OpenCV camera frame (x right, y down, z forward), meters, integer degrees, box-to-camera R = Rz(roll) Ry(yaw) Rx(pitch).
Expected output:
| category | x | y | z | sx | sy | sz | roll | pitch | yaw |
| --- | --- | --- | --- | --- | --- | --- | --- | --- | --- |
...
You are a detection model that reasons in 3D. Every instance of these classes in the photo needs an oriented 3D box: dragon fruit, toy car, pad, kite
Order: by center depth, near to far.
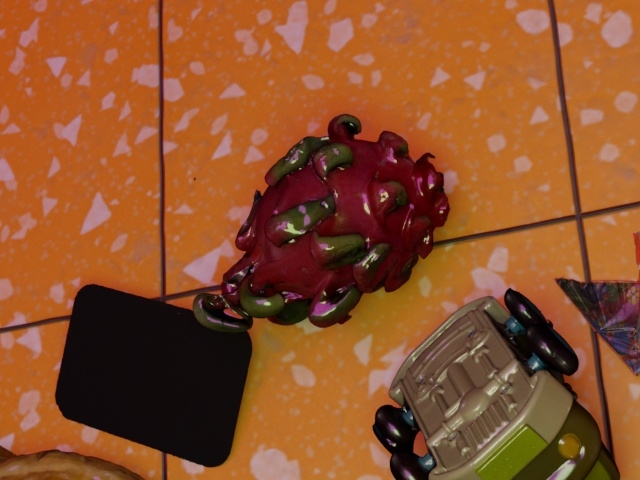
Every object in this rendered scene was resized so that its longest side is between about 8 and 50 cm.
| category | x | y | z | sx | sy | sz | roll | pitch | yaw |
| --- | --- | --- | --- | --- | --- | --- | --- | --- | --- |
| toy car | 0.189 | 0.188 | 1.373 | 0.204 | 0.198 | 0.248 | -45 | 22 | 8 |
| kite | 0.328 | 0.063 | 1.456 | 0.190 | 0.010 | 0.159 | 2 | 69 | 23 |
| dragon fruit | 0.010 | 0.001 | 1.518 | 0.273 | 0.198 | 0.218 | -58 | 13 | 18 |
| pad | -0.165 | 0.076 | 1.640 | 0.250 | 0.055 | 0.323 | 14 | 76 | 28 |

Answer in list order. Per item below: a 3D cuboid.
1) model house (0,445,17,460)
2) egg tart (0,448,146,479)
| category | x | y | z | sx | sy | sz | roll | pitch | yaw |
| --- | --- | --- | --- | --- | --- | --- | --- | --- | --- |
| model house | -0.410 | 0.279 | 1.647 | 0.100 | 0.088 | 0.101 | -3 | 72 | 24 |
| egg tart | -0.310 | 0.433 | 1.479 | 0.443 | 0.178 | 0.443 | -5 | 73 | 18 |
